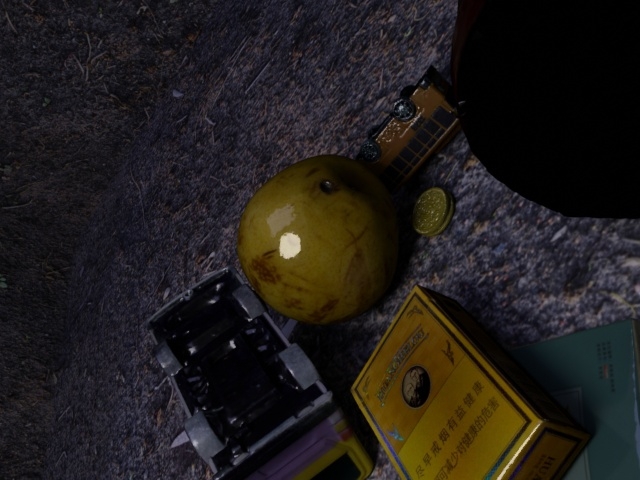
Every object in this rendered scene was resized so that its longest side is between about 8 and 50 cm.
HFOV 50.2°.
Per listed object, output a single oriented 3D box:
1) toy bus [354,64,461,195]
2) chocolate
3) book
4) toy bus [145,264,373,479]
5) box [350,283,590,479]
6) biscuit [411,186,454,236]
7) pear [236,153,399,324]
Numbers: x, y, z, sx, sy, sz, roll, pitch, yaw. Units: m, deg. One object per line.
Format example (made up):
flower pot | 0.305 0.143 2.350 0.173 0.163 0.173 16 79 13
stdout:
toy bus | 0.154 -0.183 1.151 0.201 0.114 0.098 -49 6 30
chocolate | 0.326 -0.250 0.728 0.383 0.383 0.331 -36 30 44
book | 0.232 0.260 0.832 0.379 0.031 0.264 -28 50 49
toy bus | -0.116 0.251 1.155 0.209 0.249 0.440 -35 35 -9
box | 0.164 0.213 0.856 0.193 0.084 0.301 -59 29 13
biscuit | 0.182 -0.047 1.113 0.084 0.023 0.084 -36 43 44
pear | 0.000 0.000 1.128 0.280 0.280 0.281 -37 43 44
